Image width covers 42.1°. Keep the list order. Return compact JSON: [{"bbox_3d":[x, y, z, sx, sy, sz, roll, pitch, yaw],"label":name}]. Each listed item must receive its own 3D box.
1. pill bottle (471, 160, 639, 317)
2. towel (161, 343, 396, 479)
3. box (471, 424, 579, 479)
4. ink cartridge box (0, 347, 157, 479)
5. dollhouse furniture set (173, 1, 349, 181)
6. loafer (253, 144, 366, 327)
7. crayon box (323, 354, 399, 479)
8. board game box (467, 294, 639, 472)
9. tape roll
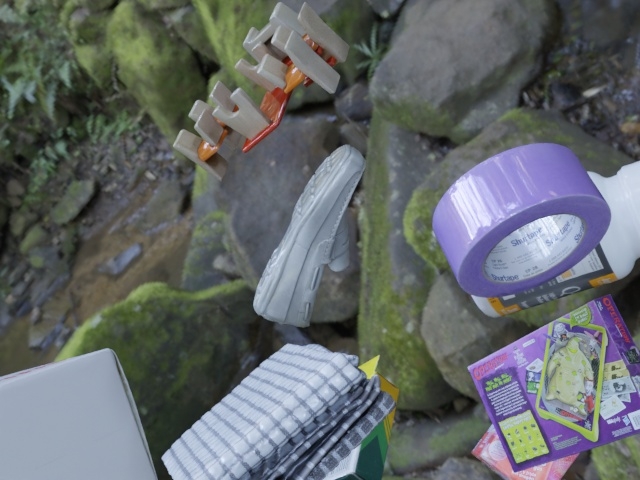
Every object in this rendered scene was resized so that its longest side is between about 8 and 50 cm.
[{"bbox_3d":[0.343,-0.003,1.177,0.278,0.162,0.162,-21,44,24],"label":"pill bottle"},{"bbox_3d":[-0.052,0.233,0.971,0.235,0.121,0.283,-40,7,-17],"label":"towel"},{"bbox_3d":[0.413,0.417,1.679,0.142,0.300,0.154,37,83,13],"label":"box"},{"bbox_3d":[-0.281,0.174,0.567,0.283,0.207,0.117,-18,89,36],"label":"ink cartridge box"},{"bbox_3d":[-0.060,-0.228,1.234,0.262,0.135,0.259,-33,29,38],"label":"dollhouse furniture set"},{"bbox_3d":[0.000,0.000,1.288,0.112,0.111,0.319,-83,18,-60],"label":"loafer"},{"bbox_3d":[0.065,0.426,1.840,0.202,0.081,0.319,-36,24,39],"label":"crayon box"},{"bbox_3d":[0.396,0.249,1.383,0.208,0.056,0.347,65,147,13],"label":"board game box"},{"bbox_3d":[0.231,-0.019,0.963,0.189,0.189,0.080,-32,54,16],"label":"tape roll"}]
